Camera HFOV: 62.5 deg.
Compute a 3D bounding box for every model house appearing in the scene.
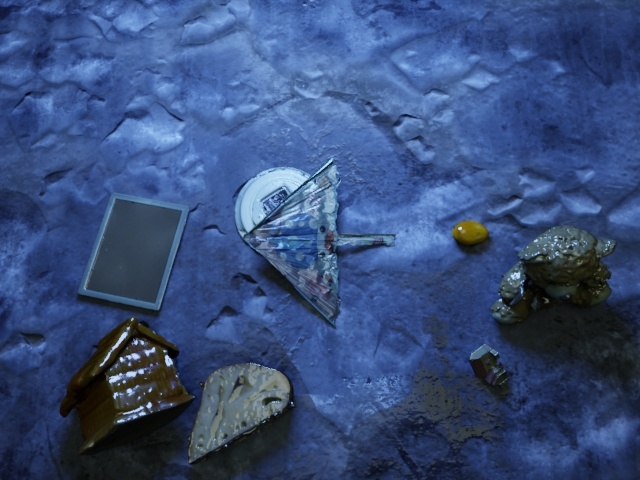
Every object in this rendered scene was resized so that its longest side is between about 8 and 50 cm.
[{"bbox_3d":[0.365,0.278,1.155,0.058,0.057,0.083,-33,119,-11],"label":"model house"},{"bbox_3d":[-0.428,0.308,1.143,0.199,0.219,0.229,-39,64,35],"label":"model house"}]

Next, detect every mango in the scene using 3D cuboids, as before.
[{"bbox_3d":[0.357,-0.017,1.252,0.089,0.046,0.060,6,76,-8],"label":"mango"}]

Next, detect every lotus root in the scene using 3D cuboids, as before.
[{"bbox_3d":[-0.184,0.358,1.156,0.260,0.074,0.170,-22,73,-2],"label":"lotus root"}]

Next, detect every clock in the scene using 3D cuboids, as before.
[{"bbox_3d":[-0.097,-0.079,1.291,0.236,0.053,0.237,-1,74,2],"label":"clock"}]

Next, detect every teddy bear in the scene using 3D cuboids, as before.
[{"bbox_3d":[0.496,0.066,1.113,0.267,0.256,0.156,-11,69,-1],"label":"teddy bear"}]

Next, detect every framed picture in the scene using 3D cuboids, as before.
[{"bbox_3d":[-0.455,0.023,1.299,0.217,0.017,0.274,12,75,6],"label":"framed picture"}]

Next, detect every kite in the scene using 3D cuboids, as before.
[{"bbox_3d":[0.000,0.000,1.248,0.368,0.014,0.406,1,83,-9],"label":"kite"}]
